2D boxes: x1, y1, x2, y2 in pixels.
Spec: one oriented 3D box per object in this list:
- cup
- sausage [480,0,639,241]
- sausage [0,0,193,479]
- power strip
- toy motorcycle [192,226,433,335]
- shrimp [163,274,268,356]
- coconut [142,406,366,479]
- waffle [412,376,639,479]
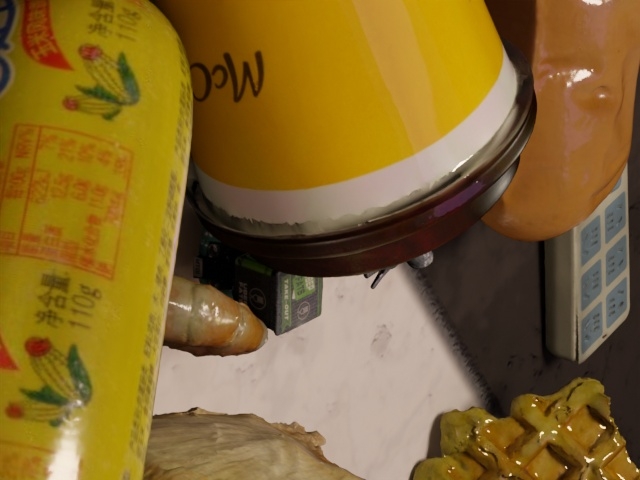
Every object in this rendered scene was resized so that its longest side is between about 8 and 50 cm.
[{"bbox_3d":[-0.008,-0.128,0.971,0.196,0.196,0.280,-46,131,-31],"label":"cup"},{"bbox_3d":[0.148,-0.115,1.236,0.136,0.120,0.241,-5,111,-41],"label":"sausage"},{"bbox_3d":[-0.128,0.021,0.854,0.123,0.123,0.347,45,43,-53],"label":"sausage"},{"bbox_3d":[0.199,0.001,1.438,0.081,0.035,0.192,-37,134,-39],"label":"power strip"},{"bbox_3d":[0.000,0.000,1.108,0.173,0.100,0.058,-23,123,-46],"label":"toy motorcycle"},{"bbox_3d":[-0.112,0.033,0.988,0.190,0.101,0.042,18,74,-35],"label":"shrimp"},{"bbox_3d":[-0.045,0.225,0.993,0.254,0.297,0.297,-47,141,-9],"label":"coconut"},{"bbox_3d":[0.186,0.236,1.357,0.051,0.291,0.291,108,6,-84],"label":"waffle"}]
